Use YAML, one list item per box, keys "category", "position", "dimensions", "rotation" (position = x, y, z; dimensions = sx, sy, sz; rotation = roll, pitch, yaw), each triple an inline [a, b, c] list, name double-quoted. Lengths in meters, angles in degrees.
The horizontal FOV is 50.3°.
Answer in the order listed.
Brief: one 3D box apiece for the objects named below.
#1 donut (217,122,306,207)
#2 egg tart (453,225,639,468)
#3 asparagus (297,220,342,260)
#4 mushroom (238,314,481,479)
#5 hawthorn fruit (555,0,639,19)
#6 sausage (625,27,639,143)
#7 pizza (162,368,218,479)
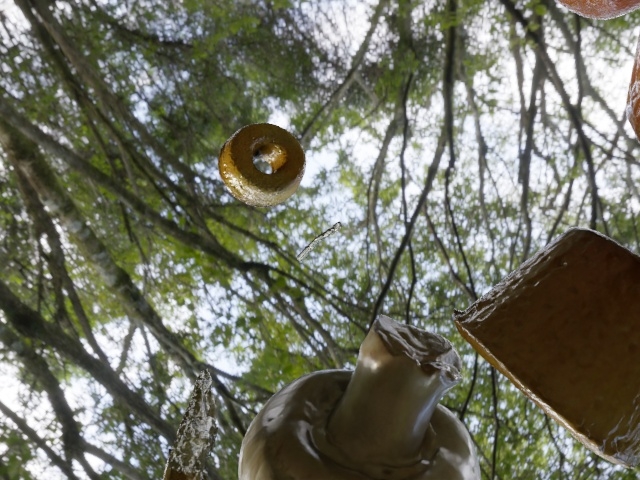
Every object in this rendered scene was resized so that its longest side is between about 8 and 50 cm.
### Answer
- category: "donut"
  position: [-0.089, -0.127, 1.099]
  dimensions: [0.151, 0.058, 0.152]
  rotation: [12, -118, -24]
- category: "egg tart"
  position: [0.233, 0.080, 0.601]
  dimensions: [0.202, 0.202, 0.147]
  rotation: [40, -83, 30]
- category: "asparagus"
  position: [0.000, 0.000, 1.015]
  dimensions: [0.016, 0.163, 0.016]
  rotation: [24, -117, -16]
- category: "mushroom"
  position: [0.052, 0.236, 0.804]
  dimensions: [0.297, 0.290, 0.297]
  rotation: [10, -161, -4]
- category: "hawthorn fruit"
  position: [0.348, -0.381, 0.855]
  dimensions: [0.199, 0.199, 0.251]
  rotation: [37, -146, 28]
- category: "sausage"
  position: [0.289, -0.174, 0.333]
  dimensions: [0.233, 0.233, 0.287]
  rotation: [12, -109, 16]
- category: "pizza"
  position: [-0.117, 0.222, 0.611]
  dimensions: [0.034, 0.181, 0.262]
  rotation: [9, -163, -4]
